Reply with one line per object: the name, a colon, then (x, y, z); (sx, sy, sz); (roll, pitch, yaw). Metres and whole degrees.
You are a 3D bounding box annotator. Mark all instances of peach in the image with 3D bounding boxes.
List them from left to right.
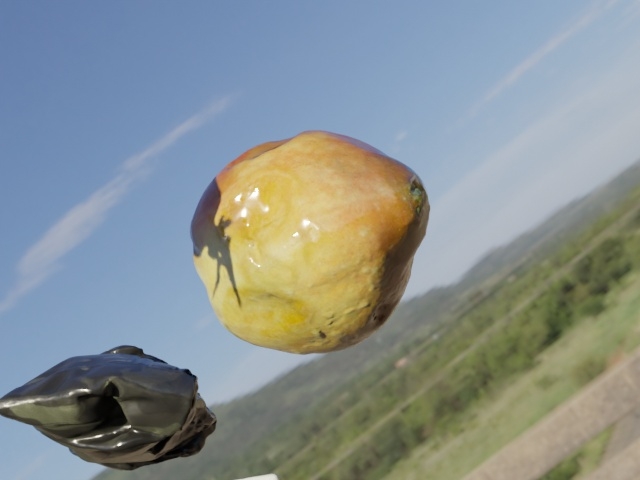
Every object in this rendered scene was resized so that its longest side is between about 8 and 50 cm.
peach: (0.000, 0.000, 1.180); (0.235, 0.214, 0.214); (-22, 6, 44)

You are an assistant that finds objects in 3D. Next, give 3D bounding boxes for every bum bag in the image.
bum bag: (-0.164, 0.137, 1.028); (0.144, 0.095, 0.340); (0, -11, -2)

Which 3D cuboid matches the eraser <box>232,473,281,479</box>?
eraser: (-0.206, 0.279, 1.025); (0.397, 0.082, 0.213); (-10, -24, 3)
